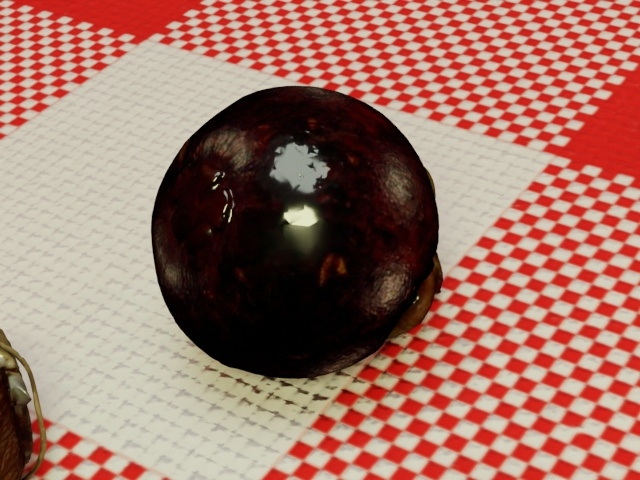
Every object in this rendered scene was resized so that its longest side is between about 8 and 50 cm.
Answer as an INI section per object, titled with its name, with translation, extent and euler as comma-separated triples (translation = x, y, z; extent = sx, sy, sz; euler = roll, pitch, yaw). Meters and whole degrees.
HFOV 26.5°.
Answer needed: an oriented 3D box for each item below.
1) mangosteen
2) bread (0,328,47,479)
[mangosteen]
translation = 0.000, 0.000, 1.039
extent = 0.265, 0.228, 0.228
euler = 17, 17, -44
[bread]
translation = -0.305, 0.144, 0.935
extent = 0.224, 0.142, 0.212
euler = -7, 23, -1
